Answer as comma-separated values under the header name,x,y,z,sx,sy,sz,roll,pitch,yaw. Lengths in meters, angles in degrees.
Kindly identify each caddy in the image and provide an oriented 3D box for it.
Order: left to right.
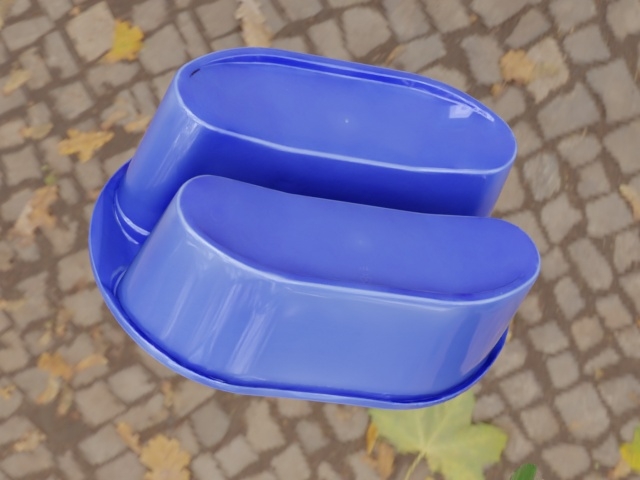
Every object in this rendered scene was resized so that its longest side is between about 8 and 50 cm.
name,x,y,z,sx,sy,sz,roll,pitch,yaw
caddy,0.000,0.000,1.106,0.341,0.241,0.179,9,140,-17

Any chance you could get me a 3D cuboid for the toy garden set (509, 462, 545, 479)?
name,x,y,z,sx,sy,sz,roll,pitch,yaw
toy garden set,0.234,0.302,1.165,0.049,0.204,0.244,-40,89,20
